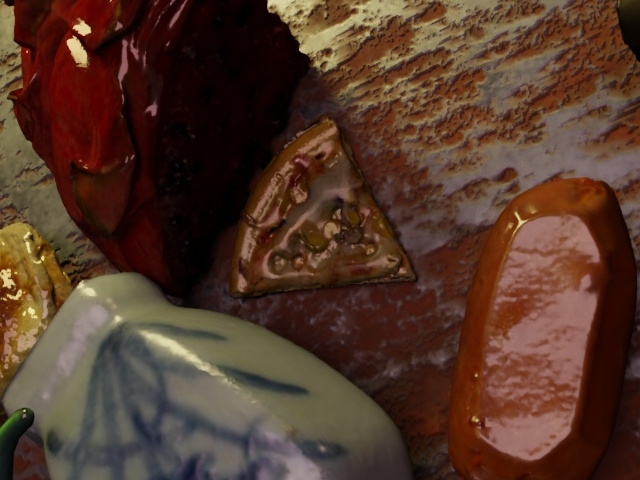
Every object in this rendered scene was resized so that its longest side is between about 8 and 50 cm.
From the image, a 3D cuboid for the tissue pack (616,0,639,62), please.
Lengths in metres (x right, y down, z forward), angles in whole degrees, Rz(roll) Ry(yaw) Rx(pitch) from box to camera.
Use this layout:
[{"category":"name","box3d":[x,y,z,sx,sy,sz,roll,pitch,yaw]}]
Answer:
[{"category":"tissue pack","box3d":[0.382,-0.211,0.590,0.370,0.198,0.210,-3,72,58]}]

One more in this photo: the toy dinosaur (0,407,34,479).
[{"category":"toy dinosaur","box3d":[-0.163,0.415,0.725,0.374,0.144,0.500,29,120,33]}]

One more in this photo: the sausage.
[{"category":"sausage","box3d":[0.165,0.080,0.743,0.133,0.133,0.258,7,78,24]}]

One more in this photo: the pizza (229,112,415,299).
[{"category":"pizza","box3d":[0.000,0.000,0.880,0.176,0.036,0.185,40,95,25]}]

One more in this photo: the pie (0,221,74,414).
[{"category":"pie","box3d":[-0.323,0.081,0.971,0.205,0.084,0.179,-26,70,19]}]

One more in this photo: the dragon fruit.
[{"category":"dragon fruit","box3d":[-0.226,-0.135,0.902,0.329,0.228,0.286,26,91,24]}]

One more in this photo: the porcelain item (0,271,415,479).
[{"category":"porcelain item","box3d":[-0.062,0.198,0.783,0.405,0.178,0.243,35,92,25]}]
